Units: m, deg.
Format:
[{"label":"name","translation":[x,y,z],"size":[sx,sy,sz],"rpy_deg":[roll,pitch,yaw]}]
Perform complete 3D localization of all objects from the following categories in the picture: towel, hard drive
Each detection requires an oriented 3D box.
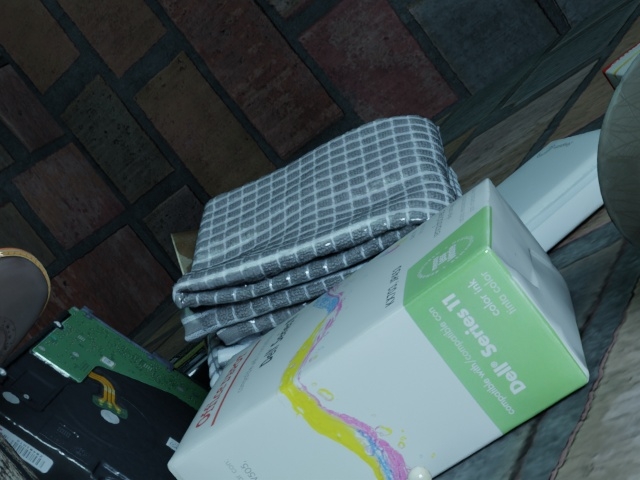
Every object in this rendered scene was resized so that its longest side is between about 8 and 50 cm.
[{"label":"towel","translation":[0.000,0.000,0.985],"size":[0.284,0.121,0.235],"rpy_deg":[-21,29,11]},{"label":"hard drive","translation":[0.166,0.010,1.070],"size":[0.353,0.047,0.233],"rpy_deg":[-39,6,-8]},{"label":"hard drive","translation":[-0.225,0.191,1.086],"size":[0.064,0.237,0.339],"rpy_deg":[-54,4,11]}]

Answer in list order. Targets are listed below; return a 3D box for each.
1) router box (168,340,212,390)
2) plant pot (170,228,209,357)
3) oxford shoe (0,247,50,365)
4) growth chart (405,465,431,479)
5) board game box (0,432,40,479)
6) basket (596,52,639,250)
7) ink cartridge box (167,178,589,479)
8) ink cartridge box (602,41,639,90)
[{"label":"router box","translation":[-0.161,0.192,1.416],"size":[0.309,0.081,0.243],"rpy_deg":[-40,7,-15]},{"label":"plant pot","translation":[-0.037,0.061,1.221],"size":[0.231,0.215,0.215],"rpy_deg":[-17,4,-8]},{"label":"oxford shoe","translation":[-0.279,0.103,0.685],"size":[0.098,0.097,0.271],"rpy_deg":[4,41,49]},{"label":"growth chart","translation":[0.022,0.208,0.585],"size":[0.172,0.021,0.237],"rpy_deg":[-39,6,-2]},{"label":"board game box","translation":[-0.204,0.246,0.610],"size":[0.141,0.232,0.291],"rpy_deg":[-39,7,-12]},{"label":"basket","translation":[0.286,-0.068,0.539],"size":[0.204,0.154,0.227],"rpy_deg":[-40,10,-9]},{"label":"ink cartridge box","translation":[0.019,0.117,0.792],"size":[0.353,0.119,0.207],"rpy_deg":[-36,8,17]},{"label":"ink cartridge box","translation":[0.392,-0.192,1.112],"size":[0.134,0.078,0.231],"rpy_deg":[-37,6,10]}]
